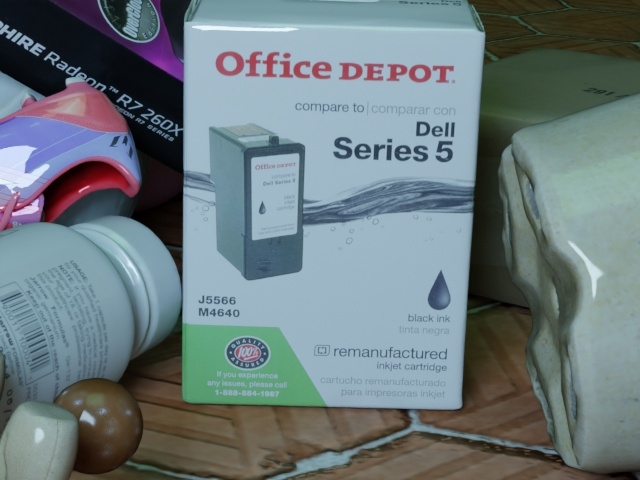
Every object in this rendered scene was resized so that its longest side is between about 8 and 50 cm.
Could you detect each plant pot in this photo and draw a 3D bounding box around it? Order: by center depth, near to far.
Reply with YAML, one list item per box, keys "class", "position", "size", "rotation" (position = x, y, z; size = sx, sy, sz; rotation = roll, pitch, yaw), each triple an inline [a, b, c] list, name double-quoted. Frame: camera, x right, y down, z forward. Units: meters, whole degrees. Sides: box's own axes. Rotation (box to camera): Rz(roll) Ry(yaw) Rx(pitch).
- class: "plant pot"
  position: [0.283, 0.011, 0.937]
  size: [0.306, 0.333, 0.334]
  rotation: [-10, 20, -1]

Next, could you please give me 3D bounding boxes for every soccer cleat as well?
- class: "soccer cleat"
  position: [-0.247, -0.030, 1.036]
  size: [0.248, 0.083, 0.095]
  rotation: [-25, 68, -12]

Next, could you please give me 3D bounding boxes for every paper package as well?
- class: "paper package"
  position: [0.265, -0.053, 1.286]
  size: [0.325, 0.168, 0.309]
  rotation: [12, 22, 30]

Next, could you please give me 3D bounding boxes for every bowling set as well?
- class: "bowling set"
  position: [-0.189, 0.144, 0.772]
  size: [0.200, 0.154, 0.287]
  rotation: [12, 10, -33]

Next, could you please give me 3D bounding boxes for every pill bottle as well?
- class: "pill bottle"
  position: [-0.198, 0.059, 0.974]
  size: [0.131, 0.131, 0.229]
  rotation: [12, 21, 28]

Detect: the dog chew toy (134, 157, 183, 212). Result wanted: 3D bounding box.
- class: "dog chew toy"
  position: [-0.133, -0.132, 1.452]
  size: [0.332, 0.206, 0.207]
  rotation: [-5, 18, -42]

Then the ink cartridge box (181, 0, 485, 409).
- class: "ink cartridge box"
  position: [0.005, -0.029, 1.030]
  size: [0.199, 0.272, 0.115]
  rotation: [1, 19, 0]

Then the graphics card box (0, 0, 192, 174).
- class: "graphics card box"
  position: [-0.171, -0.208, 1.144]
  size: [0.371, 0.094, 0.232]
  rotation: [31, 41, -30]

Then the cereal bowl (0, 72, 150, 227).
- class: "cereal bowl"
  position: [-0.301, -0.114, 1.174]
  size: [0.339, 0.141, 0.338]
  rotation: [4, 61, -8]
